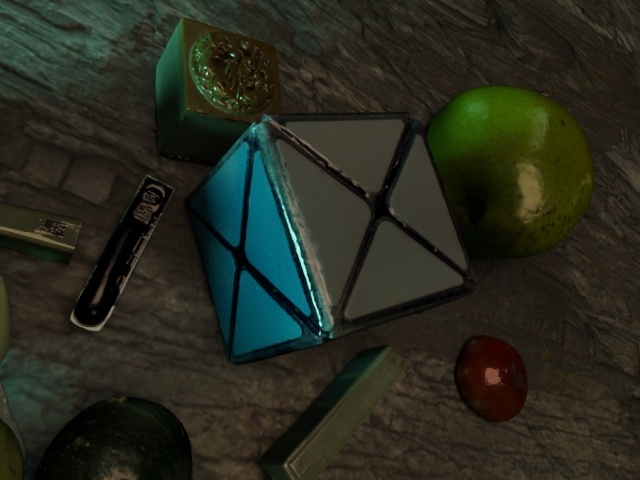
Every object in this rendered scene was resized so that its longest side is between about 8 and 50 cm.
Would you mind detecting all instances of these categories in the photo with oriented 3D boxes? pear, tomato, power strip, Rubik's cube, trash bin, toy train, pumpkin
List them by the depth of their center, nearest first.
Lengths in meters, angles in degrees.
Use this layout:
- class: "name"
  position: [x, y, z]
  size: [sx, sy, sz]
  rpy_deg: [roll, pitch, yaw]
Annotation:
- class: "pumpkin"
  position: [-0.202, 0.250, 0.502]
  size: [0.146, 0.190, 0.190]
  rpy_deg: [27, 57, 9]
- class: "trash bin"
  position: [-0.324, -0.008, 0.580]
  size: [0.092, 0.061, 0.043]
  rpy_deg: [16, 66, -25]
- class: "toy train"
  position: [-0.243, 0.014, 0.632]
  size: [0.043, 0.047, 0.208]
  rpy_deg: [29, 61, -21]
- class: "Rubik's cube"
  position: [0.000, 0.000, 0.674]
  size: [0.254, 0.259, 0.260]
  rpy_deg: [-9, 75, -36]
- class: "power strip"
  position: [0.025, 0.238, 0.713]
  size: [0.272, 0.078, 0.052]
  rpy_deg: [-39, 96, -36]
- class: "tomato"
  position: [0.320, 0.240, 0.914]
  size: [0.155, 0.069, 0.156]
  rpy_deg: [12, 67, -31]
- class: "pear"
  position: [0.357, -0.107, 0.958]
  size: [0.342, 0.238, 0.318]
  rpy_deg: [44, 47, -13]

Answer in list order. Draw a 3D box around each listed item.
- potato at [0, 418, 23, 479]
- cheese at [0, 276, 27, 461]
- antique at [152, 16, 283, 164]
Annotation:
- class: "potato"
  position: [-0.361, 0.257, 0.381]
  size: [0.210, 0.173, 0.308]
  rpy_deg: [13, 72, -4]
- class: "cheese"
  position: [-0.347, 0.122, 0.507]
  size: [0.127, 0.049, 0.235]
  rpy_deg: [-34, 107, -79]
- class: "antique"
  position: [-0.140, -0.198, 0.713]
  size: [0.146, 0.148, 0.152]
  rpy_deg: [5, 69, -34]
